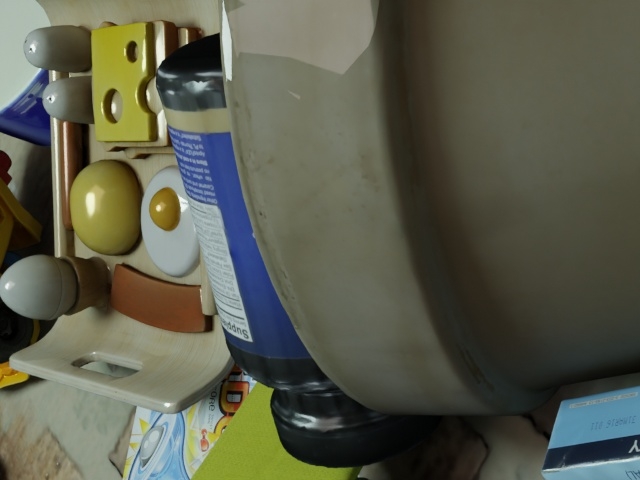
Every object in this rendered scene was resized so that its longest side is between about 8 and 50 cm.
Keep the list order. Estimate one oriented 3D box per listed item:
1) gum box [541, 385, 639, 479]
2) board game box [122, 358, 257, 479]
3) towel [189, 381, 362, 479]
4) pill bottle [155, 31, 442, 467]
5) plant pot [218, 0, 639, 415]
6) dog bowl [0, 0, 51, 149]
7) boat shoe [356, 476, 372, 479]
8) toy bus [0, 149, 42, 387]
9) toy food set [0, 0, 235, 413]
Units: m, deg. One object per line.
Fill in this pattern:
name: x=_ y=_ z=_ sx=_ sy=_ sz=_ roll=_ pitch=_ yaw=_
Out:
gum box: x=0.198 y=0.119 z=0.411 sx=0.157 sy=0.184 sz=0.041 roll=-20 pitch=29 yaw=40
board game box: x=-0.079 y=0.131 z=0.786 sx=0.136 sy=0.035 sz=0.201 roll=1 pitch=78 yaw=45
towel: x=-0.020 y=0.131 z=0.635 sx=0.102 sy=0.021 sz=0.237 roll=1 pitch=39 yaw=33
pill bottle: x=0.000 y=0.000 z=0.574 sx=0.123 sy=0.123 sz=0.219 roll=10 pitch=121 yaw=46
plant pot: x=0.161 y=-0.080 z=0.453 sx=0.280 sy=0.323 sz=0.323 roll=0 pitch=77 yaw=28
dog bowl: x=-0.238 y=-0.219 z=1.011 sx=0.265 sy=0.104 sz=0.265 roll=-17 pitch=65 yaw=41
boat shoe: x=0.046 y=0.196 z=0.594 sx=0.302 sy=0.109 sz=0.094 roll=-12 pitch=111 yaw=51
toy bus: x=-0.327 y=-0.002 z=0.996 sx=0.149 sy=0.220 sz=0.211 roll=-11 pitch=38 yaw=30
toy food set: x=-0.162 y=-0.047 z=0.789 sx=0.220 sy=0.092 sz=0.306 roll=5 pitch=98 yaw=46
